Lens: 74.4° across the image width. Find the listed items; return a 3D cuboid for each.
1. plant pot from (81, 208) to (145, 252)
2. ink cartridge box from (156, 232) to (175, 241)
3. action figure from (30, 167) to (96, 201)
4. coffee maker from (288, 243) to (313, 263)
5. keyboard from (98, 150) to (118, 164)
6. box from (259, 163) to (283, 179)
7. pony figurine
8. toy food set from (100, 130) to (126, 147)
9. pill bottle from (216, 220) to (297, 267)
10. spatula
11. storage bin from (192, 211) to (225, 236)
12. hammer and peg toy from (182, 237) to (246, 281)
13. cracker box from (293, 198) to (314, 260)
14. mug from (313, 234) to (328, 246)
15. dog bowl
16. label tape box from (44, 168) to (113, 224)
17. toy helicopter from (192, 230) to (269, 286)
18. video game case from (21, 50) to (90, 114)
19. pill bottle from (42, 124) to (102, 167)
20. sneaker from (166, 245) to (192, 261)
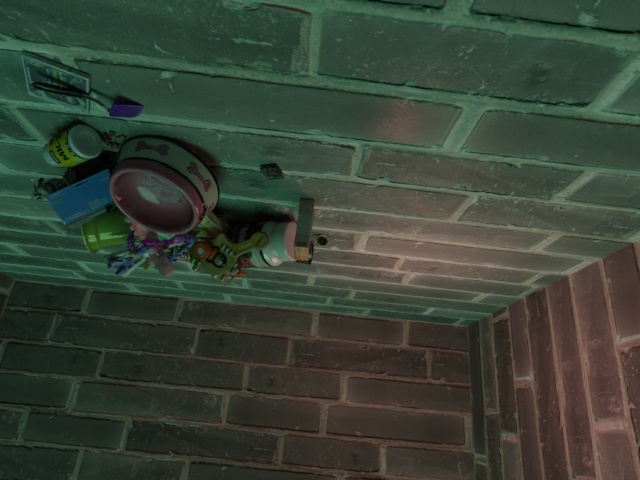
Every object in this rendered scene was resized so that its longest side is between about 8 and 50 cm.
[{"bbox_3d":[-0.940,-0.084,1.976,0.253,0.277,0.276,-3,159,-11],"label":"plant pot"},{"bbox_3d":[-0.863,-0.060,2.236,0.180,0.056,0.225,0,158,12],"label":"ink cartridge box"},{"bbox_3d":[-0.997,-0.226,1.628,0.185,0.099,0.285,-11,-164,7],"label":"action figure"},{"bbox_3d":[-0.129,0.063,2.309,0.178,0.120,0.171,9,180,-5],"label":"coffee maker"},{"bbox_3d":[-0.775,-0.309,1.663,0.179,0.023,0.108,7,157,-2],"label":"keyboard"},{"bbox_3d":[-0.188,-0.266,1.636,0.067,0.018,0.083,-3,156,18],"label":"box"},{"bbox_3d":[-0.745,0.037,1.840,0.363,0.303,0.351,-24,177,12],"label":"pony figurine"},{"bbox_3d":[-0.765,-0.364,1.532,0.077,0.019,0.122,23,152,-36],"label":"toy food set"},{"bbox_3d":[-0.301,0.019,2.074,0.391,0.224,0.224,-6,155,25],"label":"pill bottle"},{"bbox_3d":[-0.707,-0.430,1.295,0.296,0.031,0.084,11,160,-34],"label":"spatula"},{"bbox_3d":[-0.608,-0.124,1.937,0.260,0.123,0.262,-1,156,13],"label":"storage bin"},{"bbox_3d":[-0.572,0.123,2.262,0.265,0.127,0.361,30,-169,-47],"label":"hammer and peg toy"},{"bbox_3d":[-0.072,-0.046,1.855,0.067,0.233,0.156,6,157,0],"label":"cracker box"},{"bbox_3d":[0.004,0.001,2.195,0.062,0.078,0.064,-24,171,-13],"label":"mug"},{"bbox_3d":[-0.604,-0.186,1.600,0.407,0.151,0.408,7,139,7],"label":"dog bowl"},{"bbox_3d":[-0.928,-0.156,1.686,0.240,0.106,0.333,-33,-170,-23],"label":"label tape box"},{"bbox_3d":[-0.388,0.064,1.930,0.354,0.235,0.140,-21,-175,15],"label":"toy helicopter"},{"bbox_3d":[-0.797,-0.472,1.281,0.173,0.022,0.190,16,155,-24],"label":"video game case"},{"bbox_3d":[-0.894,-0.331,1.512,0.208,0.119,0.119,-10,153,32],"label":"pill bottle"},{"bbox_3d":[-0.788,0.073,2.476,0.120,0.108,0.302,-16,157,40],"label":"sneaker"}]
